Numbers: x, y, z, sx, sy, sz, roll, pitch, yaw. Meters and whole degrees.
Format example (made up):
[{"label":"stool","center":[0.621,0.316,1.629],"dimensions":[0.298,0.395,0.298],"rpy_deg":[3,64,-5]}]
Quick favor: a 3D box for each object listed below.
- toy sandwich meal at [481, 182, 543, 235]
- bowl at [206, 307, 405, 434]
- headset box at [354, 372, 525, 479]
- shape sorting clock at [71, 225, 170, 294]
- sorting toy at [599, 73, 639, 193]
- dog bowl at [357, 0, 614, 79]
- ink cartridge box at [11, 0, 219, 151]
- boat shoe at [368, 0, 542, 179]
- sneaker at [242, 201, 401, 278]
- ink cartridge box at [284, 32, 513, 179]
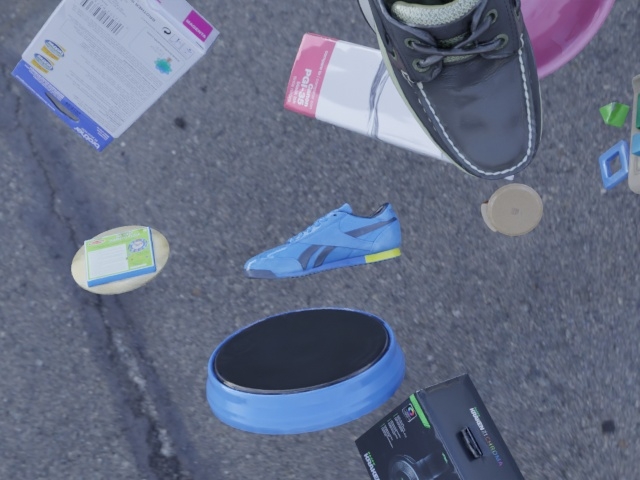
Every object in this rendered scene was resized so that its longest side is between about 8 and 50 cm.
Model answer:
[{"label":"toy sandwich meal","center":[0.272,-0.044,1.288],"dimensions":[0.086,0.029,0.085],"rpy_deg":[2,109,6]},{"label":"bowl","center":[-0.032,0.238,1.771],"dimensions":[0.391,0.391,0.077],"rpy_deg":[-2,111,18]},{"label":"headset box","center":[0.223,0.414,1.684],"dimensions":[0.131,0.283,0.246],"rpy_deg":[-13,66,-34]},{"label":"shape sorting clock","center":[-0.418,0.040,1.909],"dimensions":[0.206,0.040,0.206],"rpy_deg":[-4,45,4]},{"label":"sorting toy","center":[0.525,-0.185,1.377],"dimensions":[0.047,0.348,0.196],"rpy_deg":[10,76,-21]},{"label":"dog bowl","center":[0.259,-0.402,1.349],"dimensions":[0.408,0.408,0.150],"rpy_deg":[-25,39,9]},{"label":"ink cartridge box","center":[-0.303,-0.267,1.307],"dimensions":[0.311,0.186,0.065],"rpy_deg":[-32,23,42]},{"label":"boat shoe","center":[0.060,-0.124,0.469],"dimensions":[0.080,0.073,0.223],"rpy_deg":[-17,112,13]},{"label":"sneaker","center":[0.000,0.000,1.150],"dimensions":[0.209,0.069,0.082],"rpy_deg":[-12,96,-13]},{"label":"ink cartridge box","center":[0.125,-0.187,1.266],"dimensions":[0.283,0.207,0.117],"rpy_deg":[24,100,38]}]
